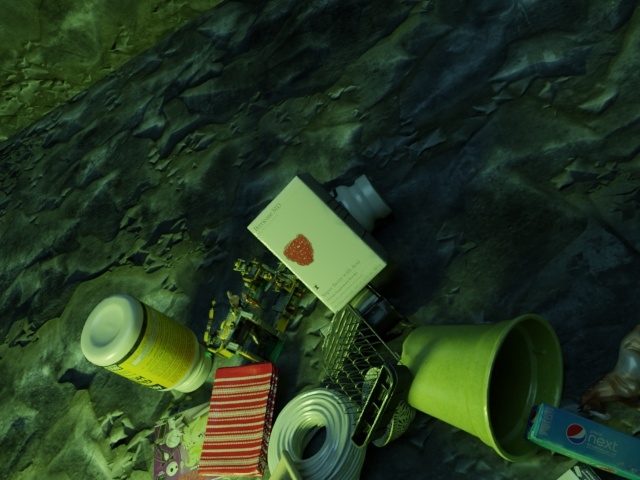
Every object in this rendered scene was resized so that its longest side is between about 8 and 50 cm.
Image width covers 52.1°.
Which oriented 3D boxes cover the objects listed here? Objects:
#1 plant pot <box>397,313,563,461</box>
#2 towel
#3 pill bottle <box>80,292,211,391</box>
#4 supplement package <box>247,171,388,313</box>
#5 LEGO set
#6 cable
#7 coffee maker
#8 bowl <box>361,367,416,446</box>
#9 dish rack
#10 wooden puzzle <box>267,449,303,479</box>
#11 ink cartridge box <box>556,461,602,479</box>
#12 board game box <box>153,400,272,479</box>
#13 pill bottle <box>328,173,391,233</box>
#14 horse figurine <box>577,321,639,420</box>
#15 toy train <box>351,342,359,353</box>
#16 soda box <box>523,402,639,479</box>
[{"bbox_3d":[0.304,0.273,1.317,0.254,0.276,0.276,1,63,47],"label":"plant pot"},{"bbox_3d":[-0.205,0.440,1.623,0.199,0.031,0.274,-10,58,29],"label":"towel"},{"bbox_3d":[-0.445,0.286,1.731,0.188,0.334,0.187,-17,54,25],"label":"pill bottle"},{"bbox_3d":[0.000,0.000,1.579,0.293,0.175,0.177,44,101,-1],"label":"supplement package"},{"bbox_3d":[-0.200,0.175,1.732,0.255,0.192,0.331,23,76,40],"label":"LEGO set"},{"bbox_3d":[-0.011,0.460,1.477,0.257,0.089,0.257,-9,52,41],"label":"cable"},{"bbox_3d":[0.109,0.215,1.551,0.178,0.120,0.171,-46,48,2],"label":"coffee maker"},{"bbox_3d":[0.158,0.363,1.436,0.170,0.080,0.170,-177,90,-71],"label":"bowl"},{"bbox_3d":[0.075,0.274,1.397,0.271,0.074,0.208,48,128,44],"label":"dish rack"},{"bbox_3d":[-0.092,0.660,1.321,0.322,0.081,0.347,47,118,50],"label":"wooden puzzle"},{"bbox_3d":[0.505,0.503,1.158,0.097,0.046,0.207,-43,48,5],"label":"ink cartridge box"},{"bbox_3d":[-0.280,0.517,1.675,0.347,0.056,0.208,-24,56,19],"label":"board game box"},{"bbox_3d":[0.046,-0.050,1.734,0.265,0.153,0.153,-35,49,11],"label":"pill bottle"},{"bbox_3d":[0.617,0.241,1.235,0.175,0.066,0.263,19,76,34],"label":"horse figurine"},{"bbox_3d":[0.060,0.226,1.500,0.017,0.024,0.083,-43,73,1],"label":"toy train"},{"bbox_3d":[0.483,0.363,1.177,0.210,0.071,0.067,21,72,7],"label":"soda box"}]
